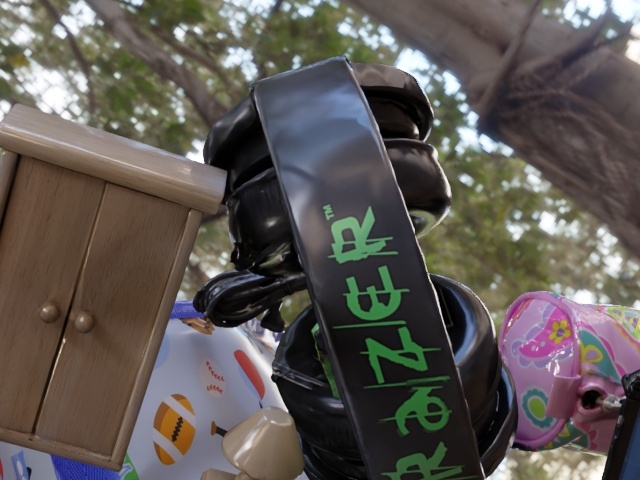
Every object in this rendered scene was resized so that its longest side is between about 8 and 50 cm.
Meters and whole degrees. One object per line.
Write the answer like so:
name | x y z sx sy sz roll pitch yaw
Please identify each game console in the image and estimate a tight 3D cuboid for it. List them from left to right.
game console | 0.248 0.122 0.731 0.122 0.071 0.107 20 -38 -35

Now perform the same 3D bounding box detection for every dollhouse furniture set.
dollhouse furniture set | -0.141 0.079 0.468 0.355 0.303 0.174 -94 22 -69

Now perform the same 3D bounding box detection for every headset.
headset | -0.003 0.033 0.648 0.185 0.243 0.394 -17 5 2

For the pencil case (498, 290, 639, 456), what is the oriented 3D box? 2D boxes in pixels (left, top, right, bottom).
pencil case | 0.266 0.111 0.843 0.284 0.124 0.124 10 -60 -19

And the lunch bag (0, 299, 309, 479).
lunch bag | -0.111 0.227 0.897 0.239 0.328 0.385 -22 -12 4
